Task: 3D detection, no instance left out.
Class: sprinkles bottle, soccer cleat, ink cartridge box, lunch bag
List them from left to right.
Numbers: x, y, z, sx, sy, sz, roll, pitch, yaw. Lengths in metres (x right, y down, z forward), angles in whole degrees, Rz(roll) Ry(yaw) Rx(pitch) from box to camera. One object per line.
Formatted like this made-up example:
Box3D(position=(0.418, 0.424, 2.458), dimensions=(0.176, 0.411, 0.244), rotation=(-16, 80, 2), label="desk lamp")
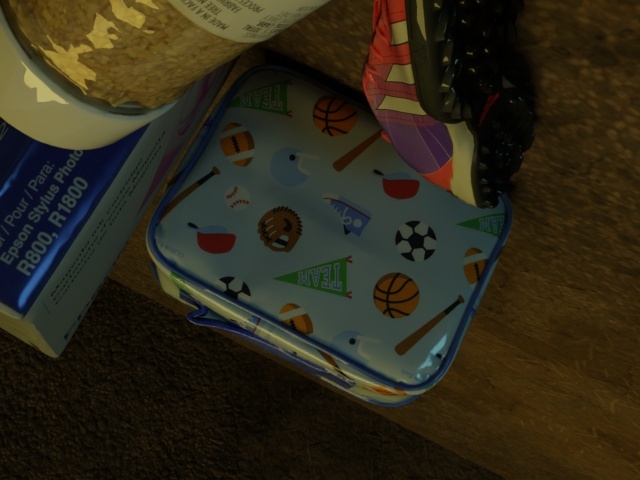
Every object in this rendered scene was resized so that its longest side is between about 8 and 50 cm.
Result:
Box3D(position=(-0.140, -0.084, 0.725), dimensions=(0.071, 0.324, 0.330), rotation=(30, 165, -4), label="ink cartridge box")
Box3D(position=(-0.017, -0.154, 0.423), dimensions=(0.355, 0.121, 0.121), rotation=(-23, 131, 39), label="sprinkles bottle")
Box3D(position=(0.000, 0.000, 0.905), dimensions=(0.303, 0.243, 0.115), rotation=(27, 164, 2), label="lunch bag")
Box3D(position=(0.068, -0.122, 0.668), dimensions=(0.116, 0.109, 0.318), rotation=(27, 168, 23), label="soccer cleat")
